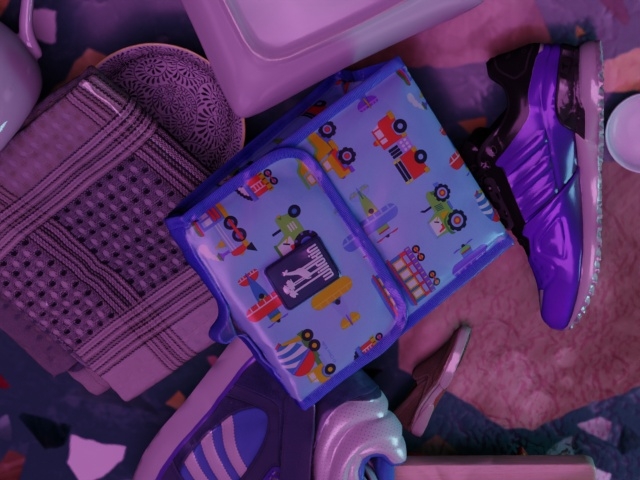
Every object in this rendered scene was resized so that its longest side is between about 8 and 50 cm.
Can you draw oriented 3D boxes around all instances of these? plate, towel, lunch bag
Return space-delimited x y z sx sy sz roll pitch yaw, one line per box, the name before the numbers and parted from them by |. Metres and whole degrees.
plate | -0.013 -0.292 1.524 0.278 0.045 0.277 -26 102 -2
towel | -0.225 0.012 1.621 0.324 0.056 0.312 -32 118 31
lunch bag | 0.000 0.000 1.551 0.293 0.138 0.221 -40 106 -23

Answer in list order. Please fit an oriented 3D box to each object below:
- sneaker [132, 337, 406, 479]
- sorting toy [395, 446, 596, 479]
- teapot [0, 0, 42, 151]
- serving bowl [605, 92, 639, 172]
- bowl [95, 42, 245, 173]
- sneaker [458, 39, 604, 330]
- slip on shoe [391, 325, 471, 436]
sneaker | -0.044 0.251 1.664 0.236 0.130 0.323 45 119 20
sorting toy | 0.163 0.336 1.763 0.257 0.089 0.255 -1 110 5
teapot | -0.398 -0.147 1.537 0.252 0.256 0.187 -22 121 40
serving bowl | 0.324 -0.110 1.619 0.083 0.027 0.083 1 110 4
bowl | -0.156 -0.123 1.619 0.170 0.080 0.170 1 110 3
sneaker | 0.206 -0.056 1.617 0.146 0.102 0.293 2 106 8
slip on shoe | 0.117 0.144 1.720 0.041 0.051 0.135 28 116 6
